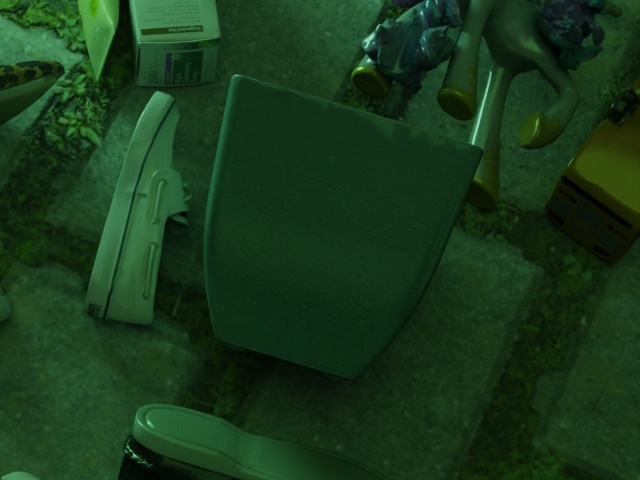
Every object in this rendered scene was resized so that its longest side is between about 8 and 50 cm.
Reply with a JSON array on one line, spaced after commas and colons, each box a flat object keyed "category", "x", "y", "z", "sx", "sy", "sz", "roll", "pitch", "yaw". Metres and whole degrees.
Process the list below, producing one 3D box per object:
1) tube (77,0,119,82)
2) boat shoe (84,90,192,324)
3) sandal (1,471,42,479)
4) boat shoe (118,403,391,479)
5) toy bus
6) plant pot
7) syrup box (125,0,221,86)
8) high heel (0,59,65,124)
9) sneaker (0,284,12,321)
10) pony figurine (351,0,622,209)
[{"category": "tube", "x": -0.255, "y": -0.303, "z": 1.746, "sx": 0.062, "sy": 0.070, "sz": 0.240, "roll": -19, "pitch": 61, "yaw": 15}, {"category": "boat shoe", "x": -0.177, "y": -0.032, "z": 1.625, "sx": 0.084, "sy": 0.095, "sz": 0.258, "roll": 15, "pitch": 73, "yaw": -4}, {"category": "sandal", "x": -0.304, "y": 0.250, "z": 1.456, "sx": 0.265, "sy": 0.102, "sz": 0.076, "roll": 15, "pitch": 66, "yaw": 3}, {"category": "boat shoe", "x": -0.048, "y": 0.249, "z": 1.498, "sx": 0.302, "sy": 0.091, "sz": 0.114, "roll": 21, "pitch": 19, "yaw": 5}, {"category": "toy bus", "x": 0.393, "y": -0.138, "z": 1.718, "sx": 0.108, "sy": 0.130, "sz": 0.333, "roll": 37, "pitch": 65, "yaw": 12}, {"category": "plant pot", "x": 0.000, "y": 0.000, "z": 1.541, "sx": 0.247, "sy": 0.248, "sz": 0.252, "roll": 17, "pitch": 89, "yaw": 1}, {"category": "syrup box", "x": -0.175, "y": -0.298, "z": 1.746, "sx": 0.096, "sy": 0.093, "sz": 0.237, "roll": -6, "pitch": 65, "yaw": -10}, {"category": "high heel", "x": -0.423, "y": -0.199, "z": 1.663, "sx": 0.261, "sy": 0.093, "sz": 0.186, "roll": -21, "pitch": 74, "yaw": -7}, {"category": "sneaker", "x": -0.386, "y": 0.041, "z": 1.585, "sx": 0.158, "sy": 0.061, "sz": 0.065, "roll": 39, "pitch": 93, "yaw": 13}, {"category": "pony figurine", "x": 0.181, "y": -0.274, "z": 1.711, "sx": 0.351, "sy": 0.303, "sz": 0.363, "roll": 43, "pitch": 58, "yaw": -22}]
